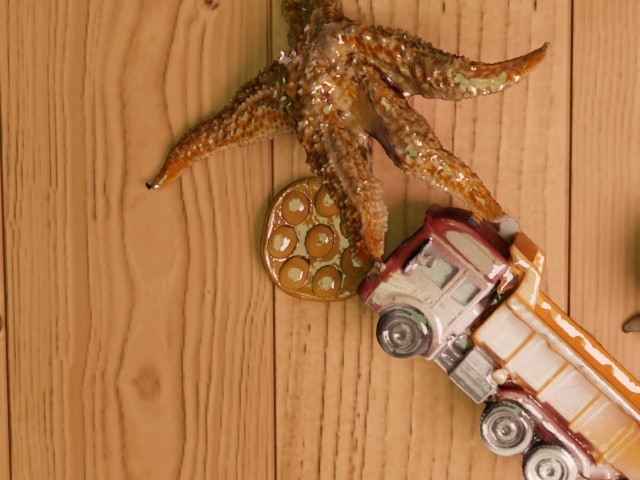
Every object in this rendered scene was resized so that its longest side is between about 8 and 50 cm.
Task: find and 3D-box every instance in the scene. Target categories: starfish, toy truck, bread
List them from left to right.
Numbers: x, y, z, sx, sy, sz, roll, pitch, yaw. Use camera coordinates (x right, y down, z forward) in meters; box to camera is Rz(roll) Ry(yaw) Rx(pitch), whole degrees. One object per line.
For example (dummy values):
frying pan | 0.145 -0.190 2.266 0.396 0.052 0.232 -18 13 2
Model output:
bread | 0.000 0.000 0.977 0.110 0.024 0.110 1 96 10
starfish | 0.018 -0.095 0.891 0.293 0.084 0.301 40 99 30
toy truck | 0.163 0.090 0.909 0.270 0.114 0.135 43 104 4

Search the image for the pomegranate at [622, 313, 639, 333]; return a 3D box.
pomegranate | 0.299 0.043 0.890 0.122 0.122 0.161 44 139 4
